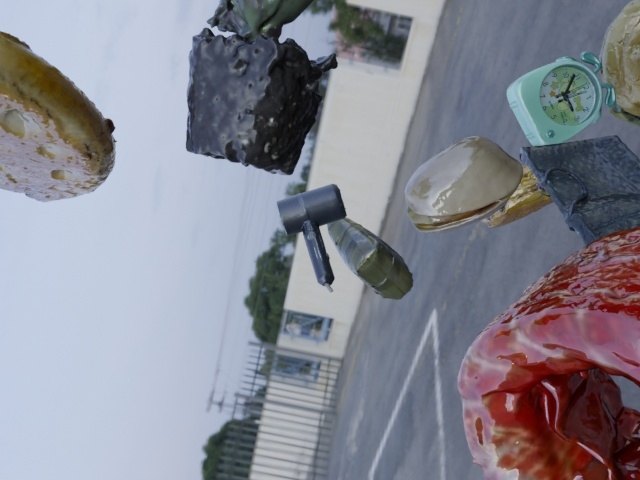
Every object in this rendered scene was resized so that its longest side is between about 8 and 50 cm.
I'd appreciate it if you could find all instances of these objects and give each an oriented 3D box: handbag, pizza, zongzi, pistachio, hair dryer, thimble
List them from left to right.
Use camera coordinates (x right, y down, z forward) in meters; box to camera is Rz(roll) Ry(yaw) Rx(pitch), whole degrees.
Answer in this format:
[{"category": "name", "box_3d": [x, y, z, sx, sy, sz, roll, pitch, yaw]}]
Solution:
[{"category": "pizza", "box_3d": [-0.386, -0.140, 0.854, 0.409, 0.278, 0.114, 105, 174, -71]}, {"category": "hair dryer", "box_3d": [0.000, 0.000, 1.279, 0.071, 0.124, 0.219, 70, -176, -57]}, {"category": "zongzi", "box_3d": [0.130, 0.036, 1.972, 0.125, 0.251, 0.274, -45, 42, 3]}, {"category": "pistachio", "box_3d": [0.174, -0.064, 0.859, 0.149, 0.113, 0.113, -37, -4, -7]}, {"category": "handbag", "box_3d": [0.449, -0.076, 1.129, 0.088, 0.175, 0.270, 94, 160, -44]}, {"category": "thimble", "box_3d": [0.334, 0.162, 0.717, 0.231, 0.350, 0.350, -34, -29, -37]}]

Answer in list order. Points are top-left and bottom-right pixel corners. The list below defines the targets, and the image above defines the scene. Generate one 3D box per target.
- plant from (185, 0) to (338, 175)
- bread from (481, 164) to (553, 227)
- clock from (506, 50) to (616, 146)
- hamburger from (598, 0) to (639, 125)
[{"category": "plant", "box_3d": [-0.063, -0.172, 0.703, 0.131, 0.142, 0.203, -9, -63, -63]}, {"category": "bread", "box_3d": [0.477, -0.119, 1.592, 0.210, 0.235, 0.099, 73, 173, -81]}, {"category": "clock", "box_3d": [0.465, -0.271, 1.330, 0.148, 0.189, 0.060, 64, 177, -1]}, {"category": "hamburger", "box_3d": [0.680, -0.363, 1.345, 0.284, 0.266, 0.134, 67, 174, -22]}]
